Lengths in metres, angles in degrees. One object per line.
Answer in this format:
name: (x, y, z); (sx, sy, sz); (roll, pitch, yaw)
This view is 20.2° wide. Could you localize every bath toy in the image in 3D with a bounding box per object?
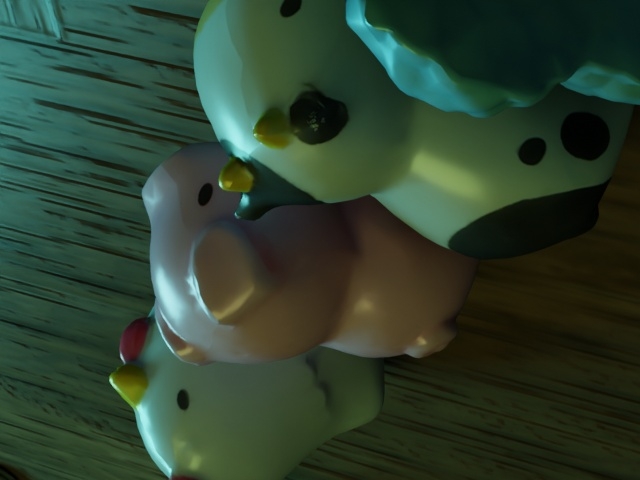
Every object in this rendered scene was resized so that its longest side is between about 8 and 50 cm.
bath toy: (0.000, 0.000, 0.661); (0.151, 0.129, 0.348); (31, 143, -2)

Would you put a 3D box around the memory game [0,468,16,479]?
memory game: (-0.247, 0.152, 1.096); (0.186, 0.012, 0.186); (19, 141, 16)
